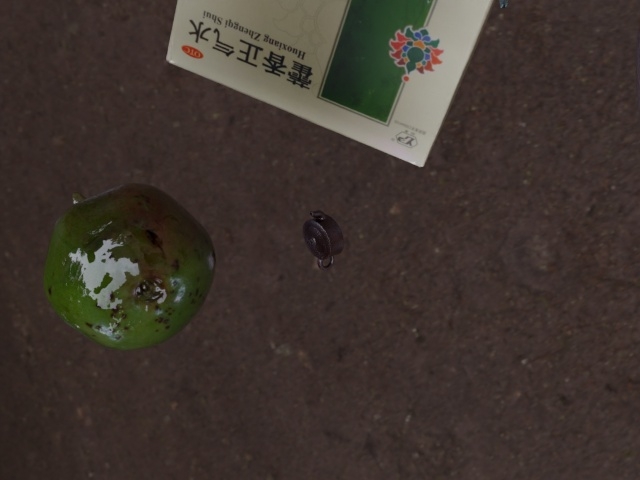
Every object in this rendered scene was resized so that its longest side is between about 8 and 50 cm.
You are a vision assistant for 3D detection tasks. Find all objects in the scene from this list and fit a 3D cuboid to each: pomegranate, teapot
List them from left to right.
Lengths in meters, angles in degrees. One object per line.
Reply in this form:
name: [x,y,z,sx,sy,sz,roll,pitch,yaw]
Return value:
pomegranate: [-0.218,0.016,1.020,0.224,0.181,0.181,38,131,51]
teapot: [0.000,0.000,1.402,0.068,0.045,0.100,21,126,50]

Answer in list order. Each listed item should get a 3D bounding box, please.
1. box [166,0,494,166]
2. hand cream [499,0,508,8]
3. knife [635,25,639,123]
box: [0.012,-0.174,0.677,0.212,0.095,0.168,23,131,4]
hand cream: [0.215,-0.382,1.048,0.050,0.079,0.275,19,155,14]
knife: [0.213,-0.028,0.511,0.053,0.278,0.123,-22,51,21]
